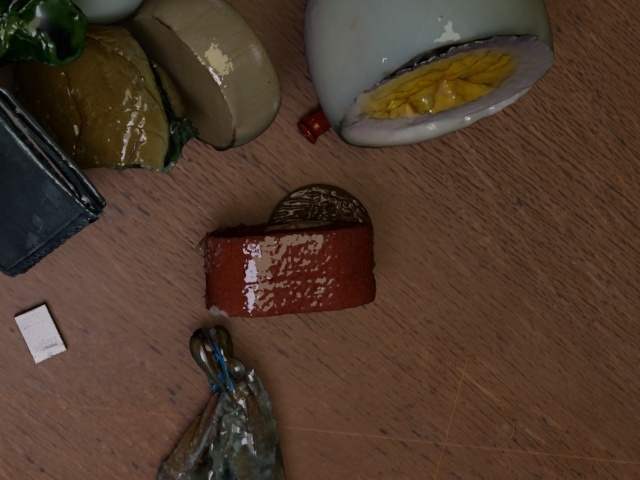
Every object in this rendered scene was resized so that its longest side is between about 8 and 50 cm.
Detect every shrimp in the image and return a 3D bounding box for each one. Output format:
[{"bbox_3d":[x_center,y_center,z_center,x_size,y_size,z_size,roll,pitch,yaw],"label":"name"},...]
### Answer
[{"bbox_3d":[-0.165,0.353,1.488,0.221,0.110,0.446,-4,101,-5],"label":"shrimp"}]

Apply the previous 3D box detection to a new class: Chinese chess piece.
[{"bbox_3d":[-0.168,-0.250,1.335,0.103,0.249,0.250,-41,104,-20],"label":"Chinese chess piece"}]

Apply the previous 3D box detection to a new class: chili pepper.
[{"bbox_3d":[-0.477,-0.279,1.218,0.213,0.384,0.167,-58,143,-20],"label":"chili pepper"}]

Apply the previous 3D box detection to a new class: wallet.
[{"bbox_3d":[-0.437,-0.082,1.263,0.237,0.342,0.075,47,53,-14],"label":"wallet"}]

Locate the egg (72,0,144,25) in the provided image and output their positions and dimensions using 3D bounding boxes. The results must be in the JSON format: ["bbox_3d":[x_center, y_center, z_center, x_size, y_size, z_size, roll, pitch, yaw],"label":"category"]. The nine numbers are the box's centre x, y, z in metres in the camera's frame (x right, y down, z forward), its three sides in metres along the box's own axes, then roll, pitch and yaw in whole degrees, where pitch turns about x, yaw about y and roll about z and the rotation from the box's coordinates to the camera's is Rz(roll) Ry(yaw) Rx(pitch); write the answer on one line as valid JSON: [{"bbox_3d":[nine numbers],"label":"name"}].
[{"bbox_3d":[-0.366,-0.411,1.303,0.264,0.183,0.183,29,89,-6],"label":"egg"}]

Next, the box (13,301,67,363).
[{"bbox_3d":[-0.435,0.144,1.428,0.053,0.024,0.083,-23,102,-10],"label":"box"}]

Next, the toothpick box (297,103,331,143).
[{"bbox_3d":[0.004,-0.197,1.489,0.083,0.047,0.047,-40,104,-7],"label":"toothpick box"}]

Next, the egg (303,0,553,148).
[{"bbox_3d":[0.135,-0.355,1.369,0.354,0.354,0.340,-14,76,-12],"label":"egg"}]

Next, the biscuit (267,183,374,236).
[{"bbox_3d":[0.001,0.000,1.521,0.187,0.027,0.188,-1,96,-14],"label":"biscuit"}]

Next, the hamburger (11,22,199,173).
[{"bbox_3d":[-0.325,-0.201,1.302,0.308,0.132,0.211,7,99,26],"label":"hamburger"}]

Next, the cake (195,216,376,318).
[{"bbox_3d":[-0.048,0.045,1.410,0.282,0.177,0.151,-1,100,-8],"label":"cake"}]
